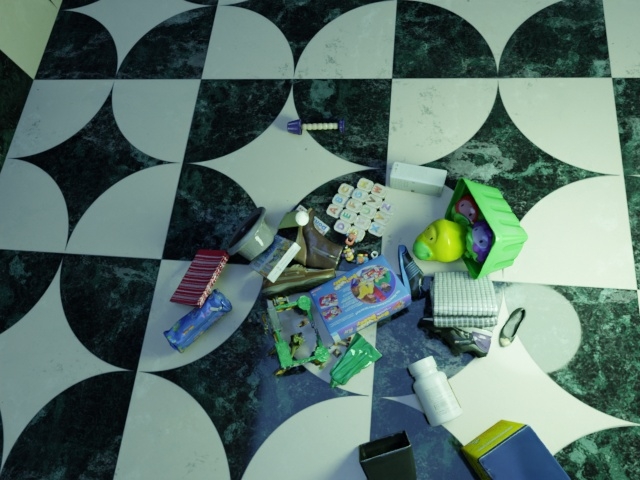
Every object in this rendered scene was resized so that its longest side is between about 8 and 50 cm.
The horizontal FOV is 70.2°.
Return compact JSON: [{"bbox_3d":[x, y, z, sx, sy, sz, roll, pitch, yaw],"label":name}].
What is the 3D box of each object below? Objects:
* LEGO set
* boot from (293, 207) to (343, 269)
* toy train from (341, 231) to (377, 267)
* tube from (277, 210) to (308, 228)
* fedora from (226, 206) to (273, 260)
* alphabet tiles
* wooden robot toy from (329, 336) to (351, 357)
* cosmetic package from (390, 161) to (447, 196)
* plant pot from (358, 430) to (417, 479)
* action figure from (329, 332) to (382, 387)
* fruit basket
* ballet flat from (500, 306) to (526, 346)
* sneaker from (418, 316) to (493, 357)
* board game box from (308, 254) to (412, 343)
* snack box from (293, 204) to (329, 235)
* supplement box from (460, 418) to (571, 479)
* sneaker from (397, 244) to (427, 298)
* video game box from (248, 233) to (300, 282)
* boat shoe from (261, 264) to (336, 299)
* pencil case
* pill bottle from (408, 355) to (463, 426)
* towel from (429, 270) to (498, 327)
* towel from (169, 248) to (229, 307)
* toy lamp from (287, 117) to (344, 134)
[{"bbox_3d":[-0.125,0.399,1.843,0.255,0.192,0.331,-17,70,-30],"label":"LEGO set"},{"bbox_3d":[0.000,0.000,1.979,0.207,0.090,0.248,16,86,5],"label":"boot"},{"bbox_3d":[0.157,0.042,1.954,0.166,0.046,0.125,38,89,15],"label":"toy train"},{"bbox_3d":[-0.127,-0.091,1.974,0.070,0.240,0.062,-19,98,-23],"label":"tube"},{"bbox_3d":[-0.287,-0.012,1.971,0.244,0.275,0.124,-41,109,17],"label":"fedora"},{"bbox_3d":[0.182,-0.141,2.038,0.278,0.021,0.284,26,77,16],"label":"alphabet tiles"},{"bbox_3d":[0.085,0.386,1.838,0.076,0.079,0.173,16,75,13],"label":"wooden robot toy"},{"bbox_3d":[0.426,-0.267,1.997,0.231,0.117,0.085,13,74,14],"label":"cosmetic package"},{"bbox_3d":[0.249,0.811,1.621,0.188,0.187,0.166,-17,81,1],"label":"plant pot"},{"bbox_3d":[0.116,0.494,1.804,0.137,0.063,0.232,42,77,17],"label":"action figure"},{"bbox_3d":[0.554,-0.037,1.791,0.392,0.282,0.392,4,45,-4],"label":"fruit basket"},{"bbox_3d":[0.749,0.334,1.777,0.058,0.049,0.173,27,77,17],"label":"ballet flat"},{"bbox_3d":[0.517,0.379,1.769,0.284,0.107,0.124,13,79,12],"label":"sneaker"},{"bbox_3d":[0.156,0.231,1.837,0.347,0.078,0.233,-26,49,-3],"label":"board game box"},{"bbox_3d":[-0.046,-0.085,2.049,0.178,0.022,0.064,39,82,18],"label":"snack box"},{"bbox_3d":[0.621,0.733,1.493,0.195,0.356,0.194,-33,69,-4],"label":"supplement box"},{"bbox_3d":[0.379,0.126,1.891,0.091,0.081,0.232,-9,77,2],"label":"sneaker"},{"bbox_3d":[-0.200,0.070,1.944,0.187,0.048,0.205,-54,32,-10],"label":"video game box"},{"bbox_3d":[-0.099,0.158,1.924,0.324,0.122,0.119,-13,64,4],"label":"boat shoe"},{"bbox_3d":[-0.512,0.337,1.914,0.306,0.133,0.119,-41,107,-6],"label":"pencil case"},{"bbox_3d":[0.422,0.560,1.702,0.131,0.131,0.229,-23,69,0],"label":"pill bottle"},{"bbox_3d":[0.540,0.227,1.744,0.235,0.283,0.121,-3,113,13],"label":"towel"},{"bbox_3d":[-0.523,0.156,1.967,0.199,0.031,0.274,3,56,35],"label":"towel"},{"bbox_3d":[-0.022,-0.544,2.179,0.275,0.080,0.080,2,71,7],"label":"toy lamp"}]
